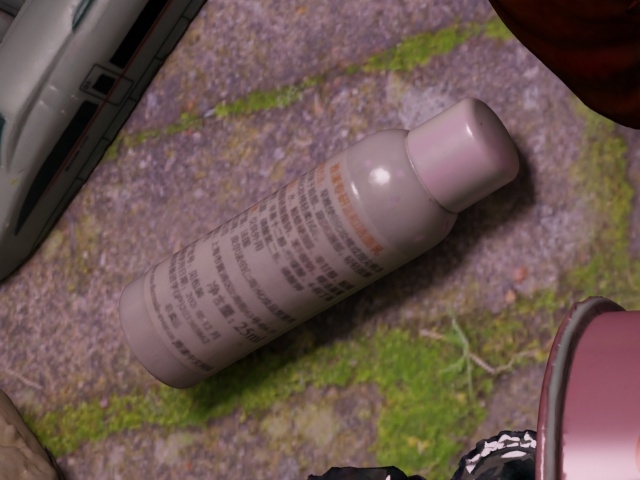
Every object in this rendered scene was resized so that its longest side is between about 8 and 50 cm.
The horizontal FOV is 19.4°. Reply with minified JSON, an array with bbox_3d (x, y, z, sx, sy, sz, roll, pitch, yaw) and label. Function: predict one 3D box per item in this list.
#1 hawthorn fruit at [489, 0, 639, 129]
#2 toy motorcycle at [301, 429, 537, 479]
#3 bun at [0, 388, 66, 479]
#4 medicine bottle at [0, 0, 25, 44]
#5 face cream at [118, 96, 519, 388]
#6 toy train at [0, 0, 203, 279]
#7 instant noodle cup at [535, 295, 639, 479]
[{"bbox_3d":[0.213,-0.217,0.942,0.308,0.308,0.324,10,73,36],"label":"hawthorn fruit"},{"bbox_3d":[0.029,0.204,1.046,0.270,0.106,0.159,-15,70,19],"label":"toy motorcycle"},{"bbox_3d":[-0.328,0.231,1.215,0.360,0.211,0.359,-13,67,32],"label":"bun"},{"bbox_3d":[-0.297,-0.125,1.358,0.135,0.135,0.168,43,100,36],"label":"medicine bottle"},{"bbox_3d":[0.000,0.000,1.144,0.269,0.082,0.082,-30,60,23],"label":"face cream"},{"bbox_3d":[-0.163,-0.143,1.297,0.086,0.088,0.407,38,99,28],"label":"toy train"},{"bbox_3d":[0.245,0.133,0.849,0.231,0.243,0.243,-8,70,25],"label":"instant noodle cup"}]
